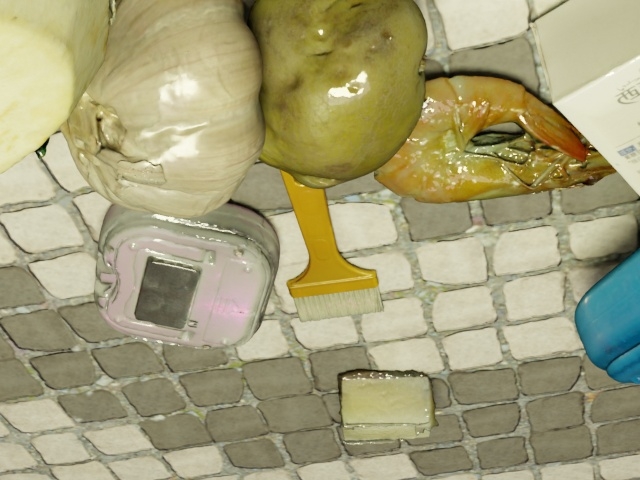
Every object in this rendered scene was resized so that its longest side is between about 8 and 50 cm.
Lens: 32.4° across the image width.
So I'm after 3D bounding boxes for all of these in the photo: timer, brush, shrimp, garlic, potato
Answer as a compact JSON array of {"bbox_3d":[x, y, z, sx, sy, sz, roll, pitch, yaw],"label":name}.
[{"bbox_3d":[0.438,0.041,1.085,0.309,0.115,0.340,-4,153,-27],"label":"timer"},{"bbox_3d":[0.000,0.000,1.187,0.103,0.013,0.272,-8,137,8],"label":"brush"},{"bbox_3d":[-0.146,0.040,1.190,0.190,0.069,0.208,10,138,-7],"label":"timer"},{"bbox_3d":[0.174,-0.092,1.054,0.267,0.061,0.145,8,128,-6],"label":"shrimp"},{"bbox_3d":[-0.140,-0.120,0.901,0.152,0.228,0.228,-15,147,-33],"label":"garlic"},{"bbox_3d":[0.082,0.210,1.372,0.122,0.086,0.061,-1,152,-2],"label":"potato"},{"bbox_3d":[0.011,-0.137,0.944,0.137,0.154,0.200,-26,144,-38],"label":"potato"}]

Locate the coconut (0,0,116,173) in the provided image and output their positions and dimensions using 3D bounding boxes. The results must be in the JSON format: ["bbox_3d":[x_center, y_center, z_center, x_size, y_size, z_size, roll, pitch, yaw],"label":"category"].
[{"bbox_3d":[-0.301,-0.194,0.760,0.322,0.323,0.323,0,138,0],"label":"coconut"}]

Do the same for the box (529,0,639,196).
[{"bbox_3d":[0.352,-0.161,0.929,0.274,0.116,0.203,-30,134,29],"label":"box"}]

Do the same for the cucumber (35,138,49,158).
[{"bbox_3d":[-0.328,-0.178,0.961,0.056,0.056,0.284,-19,132,20],"label":"cucumber"}]
